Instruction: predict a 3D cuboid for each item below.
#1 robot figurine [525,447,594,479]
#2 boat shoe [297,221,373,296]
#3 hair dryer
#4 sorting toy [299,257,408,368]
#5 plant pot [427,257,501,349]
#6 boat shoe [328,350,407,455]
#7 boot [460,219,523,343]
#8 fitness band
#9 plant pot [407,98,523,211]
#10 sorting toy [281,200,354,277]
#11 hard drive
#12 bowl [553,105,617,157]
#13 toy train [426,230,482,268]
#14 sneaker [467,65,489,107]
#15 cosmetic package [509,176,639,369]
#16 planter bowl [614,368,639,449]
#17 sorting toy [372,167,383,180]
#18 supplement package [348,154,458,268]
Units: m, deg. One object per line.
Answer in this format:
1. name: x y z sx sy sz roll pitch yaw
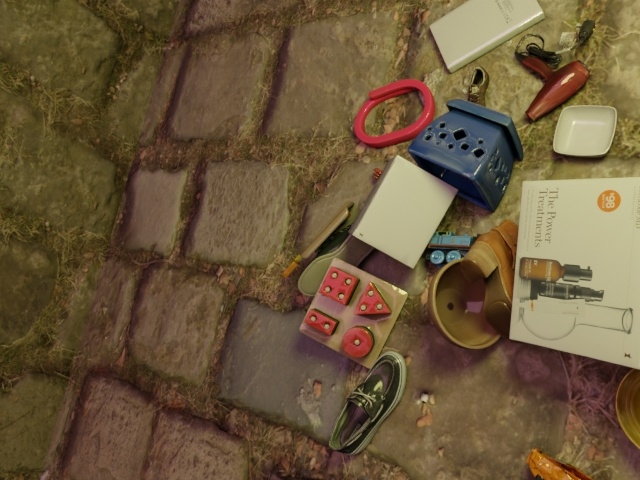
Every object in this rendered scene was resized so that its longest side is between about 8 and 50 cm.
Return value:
1. robot figurine: 0.578 0.617 1.150 0.291 0.085 0.211 33 95 37
2. boat shoe: 0.060 0.045 1.677 0.340 0.127 0.113 -48 15 14
3. hair dryer: 0.656 -0.474 1.474 0.224 0.080 0.293 5 72 51
4. sorting toy: 0.093 0.217 1.549 0.256 0.089 0.257 26 91 14
5. plant pot: 0.377 0.172 1.383 0.110 0.238 0.237 148 130 -67
6. boat shoe: 0.137 0.471 1.474 0.121 0.119 0.335 27 91 37
7. boot: 0.494 0.101 1.340 0.283 0.220 0.109 55 146 -2
8. fitness band: 0.245 -0.425 1.737 0.291 0.054 0.208 -11 72 32
9. plant pot: 0.424 -0.250 1.449 0.236 0.236 0.212 35 90 37
10. sorting toy: 0.000 0.000 1.689 0.041 0.229 0.307 43 103 -2
11. hard drive: 0.520 -0.696 1.640 0.308 0.040 0.202 -27 62 25
12. bowl: 0.707 -0.284 1.372 0.142 0.053 0.142 11 81 36
13. toy train: 0.394 0.029 1.471 0.184 0.080 0.105 1 70 35
14. sneaker: 0.470 -0.439 1.571 0.066 0.071 0.188 2 76 35
15. cosmetic package: 0.573 0.057 1.116 0.285 0.098 0.376 5 91 51
16. planter bowl: 0.759 0.366 1.103 0.217 0.090 0.217 -12 68 31
17. sorting toy: 0.206 -0.202 1.683 0.042 0.061 0.102 -58 30 6
18. supplement package: 0.237 -0.084 1.513 0.204 0.145 0.261 29 94 -3
